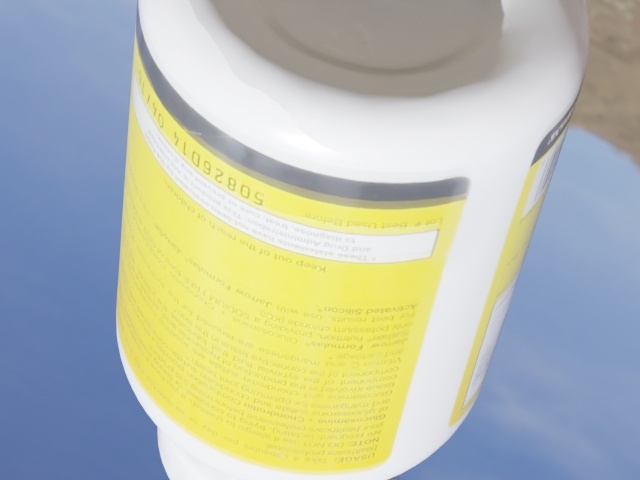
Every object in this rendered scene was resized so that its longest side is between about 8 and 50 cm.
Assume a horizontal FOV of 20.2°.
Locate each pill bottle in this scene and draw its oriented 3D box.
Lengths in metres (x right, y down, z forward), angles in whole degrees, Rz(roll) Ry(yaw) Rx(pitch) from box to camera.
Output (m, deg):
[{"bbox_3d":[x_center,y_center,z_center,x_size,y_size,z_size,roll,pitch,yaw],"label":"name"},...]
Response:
[{"bbox_3d":[0.000,0.000,0.462,0.103,0.184,0.103,5,-131,-6],"label":"pill bottle"}]
